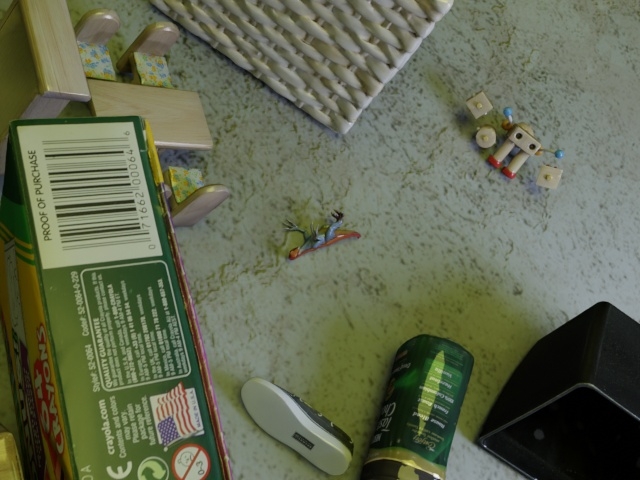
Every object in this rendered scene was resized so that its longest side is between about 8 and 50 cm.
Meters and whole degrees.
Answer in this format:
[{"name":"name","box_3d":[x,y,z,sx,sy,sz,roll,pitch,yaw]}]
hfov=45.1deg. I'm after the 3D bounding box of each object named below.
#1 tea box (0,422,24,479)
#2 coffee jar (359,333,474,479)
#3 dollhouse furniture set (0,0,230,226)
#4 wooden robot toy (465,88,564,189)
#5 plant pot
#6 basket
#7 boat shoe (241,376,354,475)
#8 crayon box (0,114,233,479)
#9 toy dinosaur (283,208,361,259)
[{"name":"tea box","box_3d":[-0.345,0.317,0.500,0.328,0.220,0.324,-12,85,-27]},{"name":"coffee jar","box_3d":[0.104,0.201,0.838,0.079,0.096,0.184,25,61,-8]},{"name":"dollhouse furniture set","box_3d":[-0.205,-0.141,0.777,0.242,0.161,0.212,-3,68,-45]},{"name":"wooden robot toy","box_3d":[0.268,-0.141,1.083,0.173,0.076,0.079,39,24,-3]},{"name":"plant pot","box_3d":[0.326,0.186,0.897,0.187,0.188,0.167,34,48,-6]},{"name":"basket","box_3d":[0.011,-0.362,0.904,0.331,0.328,0.266,35,62,-6]},{"name":"boat shoe","box_3d":[-0.024,0.193,0.822,0.142,0.049,0.040,41,26,-1]},{"name":"crayon box","box_3d":[-0.182,0.136,0.619,0.106,0.313,0.363,-7,71,-28]},{"name":"toy dinosaur","box_3d":[0.000,0.000,0.913,0.090,0.047,0.082,39,77,-16]}]
